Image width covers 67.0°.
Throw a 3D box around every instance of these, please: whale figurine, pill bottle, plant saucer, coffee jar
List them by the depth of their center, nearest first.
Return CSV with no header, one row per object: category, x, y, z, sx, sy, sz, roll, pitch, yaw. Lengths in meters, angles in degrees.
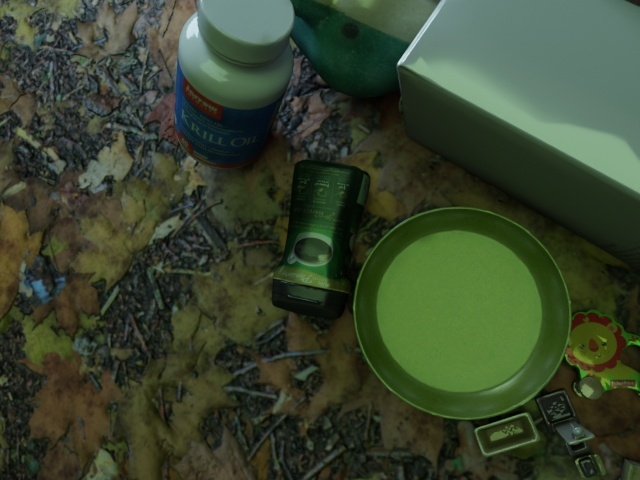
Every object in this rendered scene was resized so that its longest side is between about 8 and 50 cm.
pill bottle,-0.101,-0.183,0.551,0.124,0.221,0.124,6,68,-15
plant saucer,0.160,0.082,0.567,0.240,0.037,0.241,-2,82,13
whale figurine,0.005,-0.269,0.577,0.271,0.216,0.141,28,121,9
coffee jar,0.000,0.000,0.591,0.096,0.079,0.185,10,85,11

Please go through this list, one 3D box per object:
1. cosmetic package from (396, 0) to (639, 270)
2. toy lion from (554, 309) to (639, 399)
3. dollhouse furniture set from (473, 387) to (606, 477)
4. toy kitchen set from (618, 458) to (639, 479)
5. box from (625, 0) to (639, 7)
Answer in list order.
cosmetic package,0.271,-0.107,0.486,0.365,0.197,0.155,35,91,13
toy lion,0.315,0.125,0.533,0.100,0.034,0.096,-3,75,12
dollhouse furniture set,0.232,0.224,0.510,0.114,0.081,0.091,-22,79,9
toy kitchen set,0.343,0.281,0.481,0.068,0.075,0.083,13,90,13
box,0.311,-0.262,0.440,0.154,0.300,0.142,36,92,15
